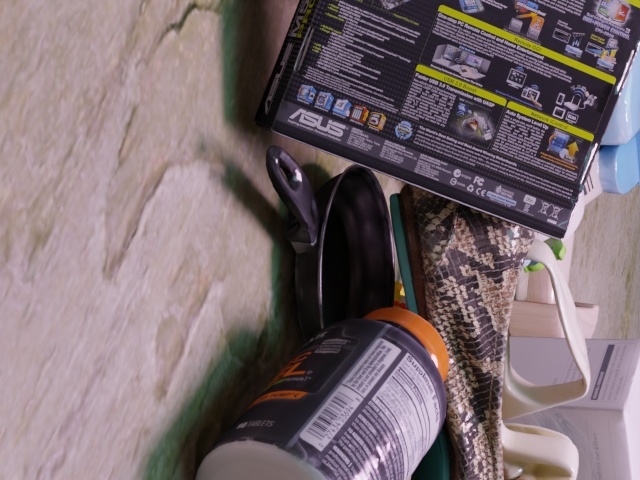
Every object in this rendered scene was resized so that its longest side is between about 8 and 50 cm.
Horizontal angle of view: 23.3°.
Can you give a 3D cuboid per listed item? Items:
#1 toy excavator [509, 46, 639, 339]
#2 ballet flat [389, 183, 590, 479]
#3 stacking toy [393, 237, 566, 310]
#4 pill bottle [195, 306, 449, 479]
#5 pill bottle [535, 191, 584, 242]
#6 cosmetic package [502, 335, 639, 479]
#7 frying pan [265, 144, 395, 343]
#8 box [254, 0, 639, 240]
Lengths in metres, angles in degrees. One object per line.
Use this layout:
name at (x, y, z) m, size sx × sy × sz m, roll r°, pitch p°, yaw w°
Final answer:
toy excavator at (0.357, -0.120, 2.099) m, size 0.445 × 0.222 × 0.433 m, roll -35°, pitch 123°, yaw -49°
ballet flat at (0.160, 0.153, 1.443) m, size 0.164 × 0.182 × 0.483 m, roll -93°, pitch 180°, yaw -61°
stacking toy at (0.158, 0.046, 1.562) m, size 0.221 × 0.052 × 0.167 m, roll -44°, pitch 148°, yaw -5°
pill bottle at (0.016, 0.145, 1.194) m, size 0.245 × 0.130 × 0.130 m, roll -45°, pitch 131°, yaw -53°
pill bottle at (0.183, -0.115, 1.614) m, size 0.318 × 0.176 × 0.176 m, roll 59°, pitch 37°, yaw -54°
cosmetic package at (0.244, 0.231, 1.701) m, size 0.138 × 0.224 × 0.224 m, roll -57°, pitch 141°, yaw -52°
frying pan at (0.001, 0.030, 1.303) m, size 0.326 × 0.053 × 0.197 m, roll 3°, pitch 88°, yaw -69°
box at (0.110, -0.145, 1.246) m, size 0.216 × 0.270 × 0.060 m, roll -70°, pitch -162°, yaw 3°
